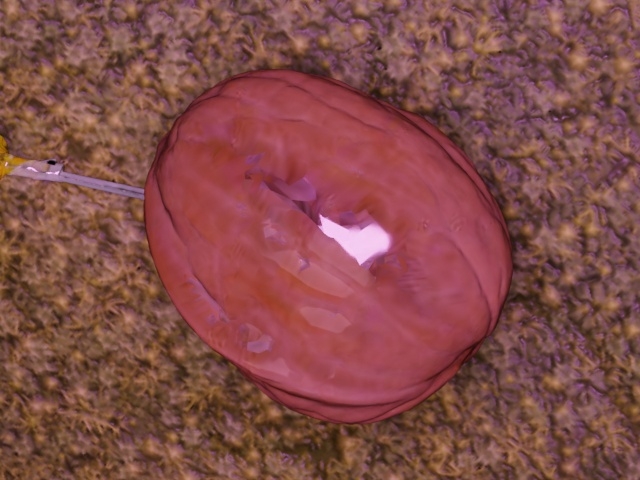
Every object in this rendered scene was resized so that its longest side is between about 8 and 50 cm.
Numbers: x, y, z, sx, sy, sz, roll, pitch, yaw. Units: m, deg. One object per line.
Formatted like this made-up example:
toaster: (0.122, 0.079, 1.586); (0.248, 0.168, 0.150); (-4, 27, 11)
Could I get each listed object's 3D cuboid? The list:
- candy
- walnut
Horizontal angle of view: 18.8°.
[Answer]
candy: (-0.198, -0.047, 1.430); (0.194, 0.062, 0.058); (13, 71, 4)
walnut: (0.000, 0.000, 1.290); (0.261, 0.225, 0.225); (30, 118, 11)
